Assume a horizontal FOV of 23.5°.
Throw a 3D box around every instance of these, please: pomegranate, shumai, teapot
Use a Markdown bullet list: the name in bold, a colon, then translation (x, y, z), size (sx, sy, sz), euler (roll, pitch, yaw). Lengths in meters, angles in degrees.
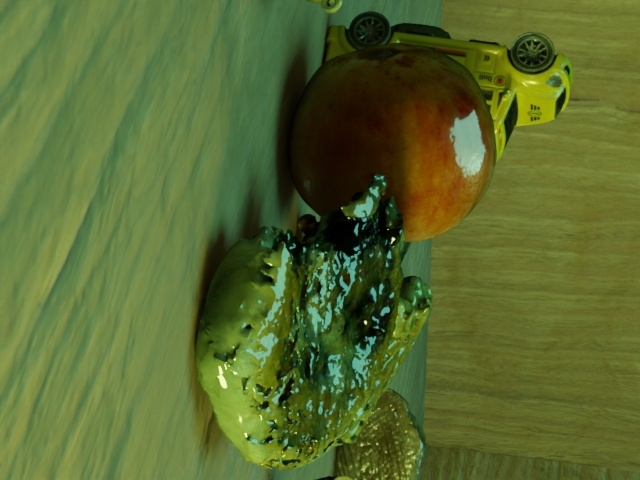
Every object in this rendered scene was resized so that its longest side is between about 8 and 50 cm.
- **pomegranate**: translation (0.084, -0.103, 1.877), size (0.229, 0.252, 0.270), euler (-113, -160, -65)
- **shumai**: translation (0.110, 0.357, 2.661), size (0.153, 0.161, 0.209), euler (18, 60, -78)
- **teapot**: translation (0.000, 0.000, 1.993), size (0.098, 0.078, 0.129), euler (-42, 176, -5)

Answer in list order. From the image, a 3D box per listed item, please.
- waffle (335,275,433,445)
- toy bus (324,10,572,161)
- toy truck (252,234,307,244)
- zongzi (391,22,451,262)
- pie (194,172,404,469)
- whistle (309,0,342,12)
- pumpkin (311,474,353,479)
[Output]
- **waffle**: translation (0.080, 0.185, 2.279), size (0.297, 0.073, 0.317), euler (-61, 171, 7)
- **toy bus**: translation (0.168, -0.200, 2.079), size (0.144, 0.330, 0.152), euler (73, 28, -68)
- **toy truck**: translation (-0.027, 0.041, 1.768), size (0.192, 0.092, 0.083), euler (17, 78, -73)
- **zongzi**: translation (0.136, -0.144, 2.456), size (0.323, 0.160, 0.360), euler (-66, 160, -61)
- **pie**: translation (-0.011, 0.093, 1.617), size (0.371, 0.078, 0.296), euler (-28, 127, -55)
- **whistle**: translation (-0.002, -0.346, 1.636), size (0.123, 0.123, 0.223), euler (67, 16, -73)
- **pumpkin**: translation (-0.022, 0.388, 1.970), size (0.119, 0.108, 0.183), euler (60, 39, -41)
